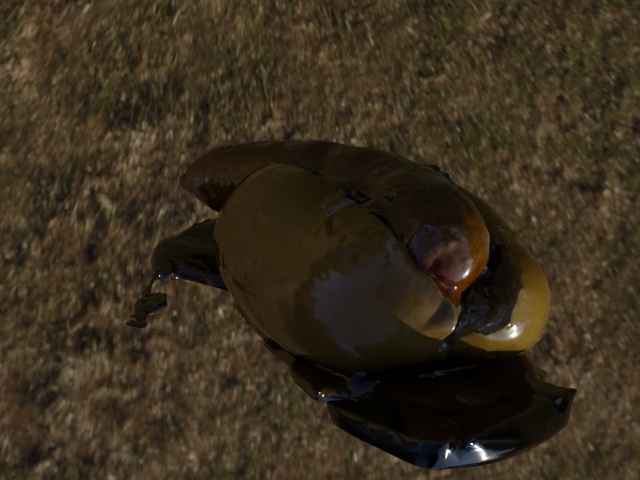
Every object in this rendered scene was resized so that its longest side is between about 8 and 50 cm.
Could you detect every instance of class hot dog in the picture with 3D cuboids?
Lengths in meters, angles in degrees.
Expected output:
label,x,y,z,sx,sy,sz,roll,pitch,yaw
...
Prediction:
label,x,y,z,sx,sy,sz,roll,pitch,yaw
hot dog,0.006,0.000,0.684,0.194,0.326,0.107,-9,113,-43
